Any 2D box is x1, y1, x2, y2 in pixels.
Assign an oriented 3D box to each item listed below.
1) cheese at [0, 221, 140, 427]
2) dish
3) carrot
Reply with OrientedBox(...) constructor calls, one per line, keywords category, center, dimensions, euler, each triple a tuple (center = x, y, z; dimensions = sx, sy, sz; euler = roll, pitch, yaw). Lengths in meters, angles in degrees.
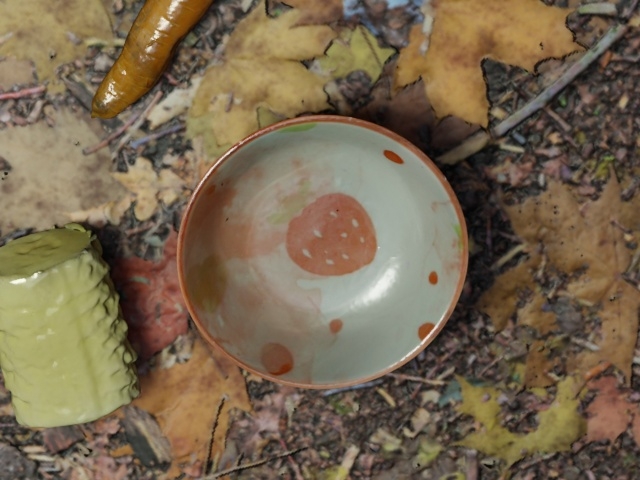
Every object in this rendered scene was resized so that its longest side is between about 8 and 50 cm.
OrientedBox(category="cheese", center=(-0.238, 0.079, 1.779), dimensions=(0.123, 0.094, 0.167), euler=(-17, 115, -10))
OrientedBox(category="dish", center=(0.000, 0.000, 1.776), dimensions=(0.260, 0.085, 0.260), euler=(-1, 110, -3))
OrientedBox(category="carrot", center=(-0.129, -0.200, 1.710), dimensions=(0.059, 0.059, 0.248), euler=(29, 107, -14))
